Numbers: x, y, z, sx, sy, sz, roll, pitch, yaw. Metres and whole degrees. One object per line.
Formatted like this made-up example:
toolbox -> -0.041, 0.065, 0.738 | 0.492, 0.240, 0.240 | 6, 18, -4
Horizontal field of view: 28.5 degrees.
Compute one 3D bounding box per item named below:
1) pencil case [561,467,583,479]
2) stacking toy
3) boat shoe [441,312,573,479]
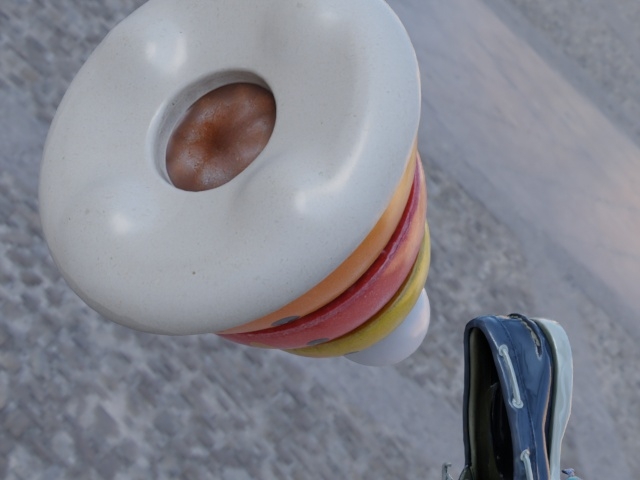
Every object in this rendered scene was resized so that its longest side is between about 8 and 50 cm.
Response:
pencil case -> 0.272, 0.255, 1.096 | 0.151, 0.065, 0.070 | 17, 16, 34
stacking toy -> 0.000, 0.000, 1.194 | 0.480, 0.350, 0.351 | 46, 15, -52
boat shoe -> 0.138, 0.182, 0.944 | 0.079, 0.255, 0.095 | 4, 1, -27
